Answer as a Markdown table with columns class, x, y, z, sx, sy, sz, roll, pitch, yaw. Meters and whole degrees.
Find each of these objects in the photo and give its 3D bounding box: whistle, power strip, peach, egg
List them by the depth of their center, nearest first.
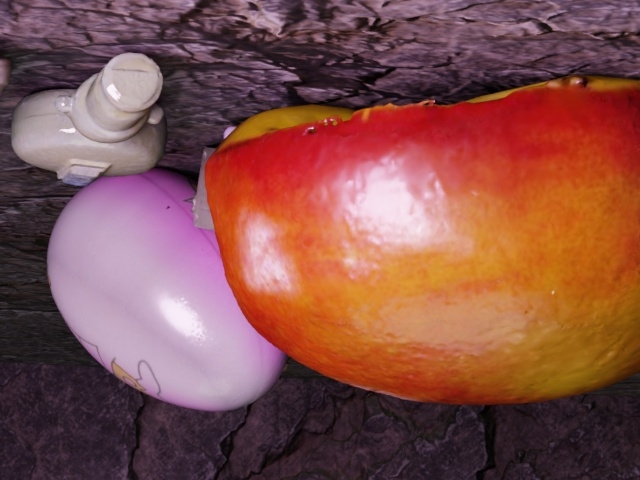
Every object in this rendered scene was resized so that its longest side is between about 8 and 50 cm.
| class | x | y | z | sx | sy | sz | roll | pitch | yaw |
| --- | --- | --- | --- | --- | --- | --- | --- | --- | --- |
| peach | 0.108 | 0.006 | 1.526 | 0.380 | 0.242 | 0.306 | 0 | 175 | 19 |
| whistle | -0.171 | -0.091 | 1.538 | 0.126 | 0.067 | 0.258 | 4 | 168 | -17 |
| power strip | -0.065 | -0.040 | 1.696 | 0.042 | 0.075 | 0.175 | 7 | -177 | -22 |
| egg | -0.139 | 0.050 | 1.832 | 0.196 | 0.271 | 0.196 | -30 | 157 | -14 |

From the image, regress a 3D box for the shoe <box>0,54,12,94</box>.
| class | x | y | z | sx | sy | sz | roll | pitch | yaw |
| --- | --- | --- | --- | --- | --- | --- | --- | --- | --- |
| shoe | -0.343 | -0.062 | 1.491 | 0.124 | 0.159 | 0.316 | 10 | 171 | -34 |

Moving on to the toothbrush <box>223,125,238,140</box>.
| class | x | y | z | sx | sy | sz | roll | pitch | yaw |
| --- | --- | --- | --- | --- | --- | --- | --- | --- | --- |
| toothbrush | 0.056 | -0.077 | 1.699 | 0.286 | 0.020 | 0.025 | 5 | 164 | -17 |

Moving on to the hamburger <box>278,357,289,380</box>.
| class | x | y | z | sx | sy | sz | roll | pitch | yaw |
| --- | --- | --- | --- | --- | --- | --- | --- | --- | --- |
| hamburger | -0.119 | 0.098 | 2.572 | 0.183 | 0.130 | 0.206 | 1 | 152 | -2 |

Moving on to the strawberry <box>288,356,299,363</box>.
| class | x | y | z | sx | sy | sz | roll | pitch | yaw |
| --- | --- | --- | --- | --- | --- | --- | --- | --- | --- |
| strawberry | -0.103 | 0.064 | 2.378 | 0.286 | 0.106 | 0.188 | 20 | 161 | -20 |
